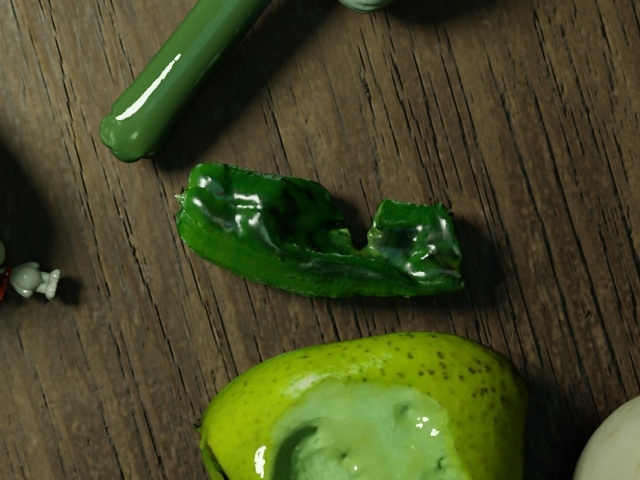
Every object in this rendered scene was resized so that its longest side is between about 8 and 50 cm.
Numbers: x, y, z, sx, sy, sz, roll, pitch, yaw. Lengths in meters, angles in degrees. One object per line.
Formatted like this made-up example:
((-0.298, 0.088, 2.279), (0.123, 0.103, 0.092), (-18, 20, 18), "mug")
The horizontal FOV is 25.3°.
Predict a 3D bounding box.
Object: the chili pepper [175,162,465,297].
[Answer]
((0.000, -0.002, 1.209), (0.253, 0.083, 0.099), (10, 80, -8), "chili pepper")

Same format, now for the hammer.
((-0.066, -0.200, 1.195), (0.206, 0.119, 0.335), (39, 94, -3), "hammer")

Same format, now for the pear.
((0.064, 0.194, 1.175), (0.293, 0.159, 0.292), (0, 88, -7), "pear")

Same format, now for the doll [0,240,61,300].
((-0.265, 0.032, 1.208), (0.085, 0.040, 0.058), (33, 77, -3), "doll")

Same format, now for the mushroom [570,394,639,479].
((0.308, 0.220, 1.197), (0.206, 0.209, 0.206), (-1, 87, 25), "mushroom")
